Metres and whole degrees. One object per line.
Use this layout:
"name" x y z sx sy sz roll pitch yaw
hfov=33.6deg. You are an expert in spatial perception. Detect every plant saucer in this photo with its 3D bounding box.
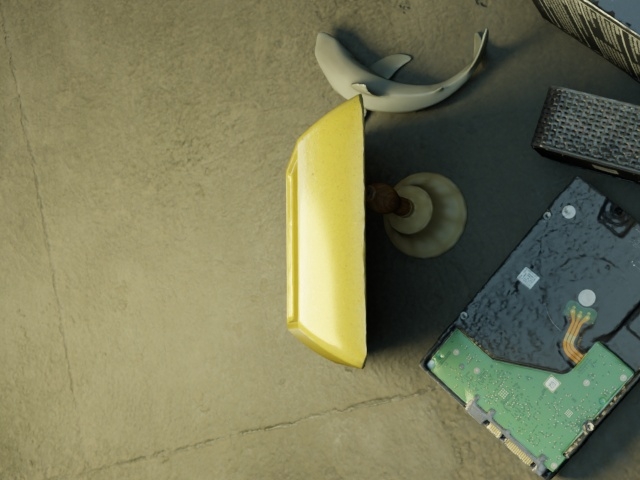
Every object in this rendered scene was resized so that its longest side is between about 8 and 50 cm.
"plant saucer" 0.000 0.000 1.409 0.080 0.333 0.333 1 85 -5

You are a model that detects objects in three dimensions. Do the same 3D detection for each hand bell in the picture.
"hand bell" 0.106 -0.047 1.417 0.126 0.242 0.126 -2 84 21

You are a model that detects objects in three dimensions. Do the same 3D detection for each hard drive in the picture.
"hard drive" 0.325 0.116 1.410 0.237 0.064 0.339 41 100 20

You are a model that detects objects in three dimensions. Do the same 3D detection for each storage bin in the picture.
"storage bin" 0.377 -0.131 1.378 0.180 0.122 0.084 19 92 23

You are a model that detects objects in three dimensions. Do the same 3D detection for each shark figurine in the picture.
"shark figurine" 0.105 -0.223 1.506 0.278 0.116 0.166 3 88 24

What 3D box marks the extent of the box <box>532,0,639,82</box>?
"box" 0.412 -0.303 1.287 0.294 0.296 0.183 41 100 19
